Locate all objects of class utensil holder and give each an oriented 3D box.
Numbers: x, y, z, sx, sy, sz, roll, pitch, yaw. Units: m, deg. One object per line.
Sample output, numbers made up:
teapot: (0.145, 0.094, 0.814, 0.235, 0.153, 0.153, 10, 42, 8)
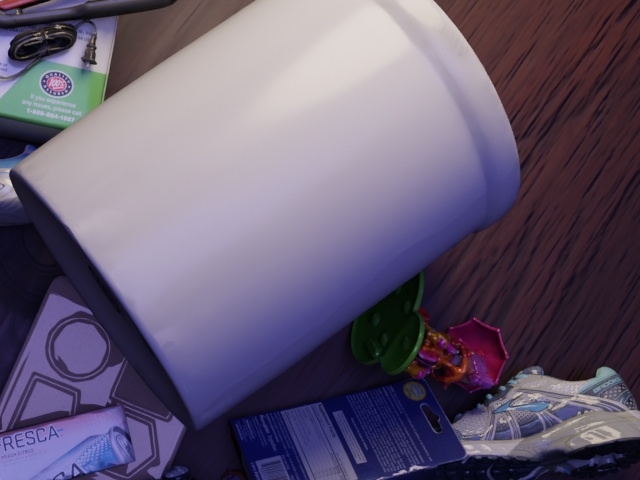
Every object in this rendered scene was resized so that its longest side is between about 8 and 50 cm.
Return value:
utensil holder: (-0.058, -0.050, 1.175, 0.385, 0.327, 0.327, -35, 93, -15)

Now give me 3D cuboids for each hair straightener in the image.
hair straightener: (-0.246, -0.211, 1.174, 0.230, 0.047, 0.089, -19, 91, -18)

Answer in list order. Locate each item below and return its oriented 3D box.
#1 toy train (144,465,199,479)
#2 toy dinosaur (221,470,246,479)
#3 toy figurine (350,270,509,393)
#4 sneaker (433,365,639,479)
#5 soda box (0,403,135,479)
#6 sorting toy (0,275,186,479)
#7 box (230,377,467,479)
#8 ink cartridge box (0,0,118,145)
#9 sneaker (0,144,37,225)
toy train: (-0.150, 0.326, 1.232, 0.105, 0.080, 0.184, -18, 104, -37)
toy dinosaur: (-0.095, 0.294, 1.301, 0.090, 0.047, 0.082, 45, 63, -40)
toy figurine: (0.138, 0.116, 1.315, 0.159, 0.173, 0.130, 27, 106, -21)
sneaker: (0.221, 0.212, 1.359, 0.283, 0.110, 0.122, -7, 52, -2)
soda box: (-0.282, 0.214, 1.200, 0.183, 0.058, 0.063, -13, 84, -17)
sorting toy: (-0.232, 0.165, 1.274, 0.193, 0.038, 0.208, 24, 75, -11)
box: (0.029, 0.222, 1.284, 0.225, 0.136, 0.036, -12, 127, -14)
ink cartridge box: (-0.314, -0.258, 1.249, 0.211, 0.121, 0.289, 12, 81, -14)
sneaker: (-0.396, -0.046, 1.237, 0.237, 0.085, 0.086, -9, 60, -11)
